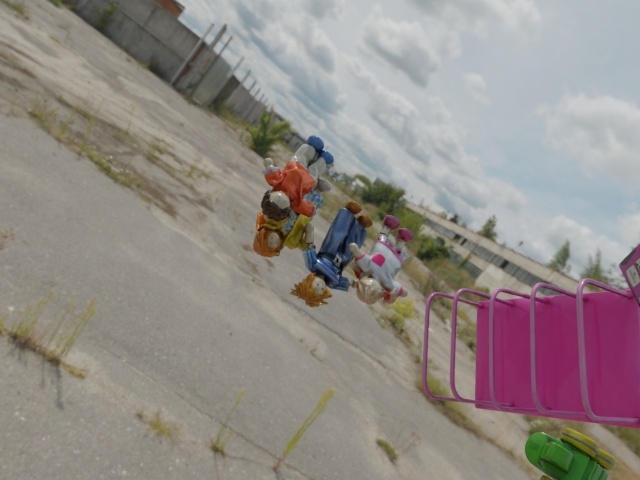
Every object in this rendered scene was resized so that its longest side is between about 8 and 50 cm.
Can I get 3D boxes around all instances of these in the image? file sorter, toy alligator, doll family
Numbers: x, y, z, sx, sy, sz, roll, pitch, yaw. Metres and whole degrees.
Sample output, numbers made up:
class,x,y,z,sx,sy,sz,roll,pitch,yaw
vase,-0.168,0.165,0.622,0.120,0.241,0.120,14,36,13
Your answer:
class,x,y,z,sx,sy,sz,roll,pitch,yaw
file sorter,0.327,0.174,0.793,0.182,0.202,0.291,17,-19,-33
toy alligator,0.229,0.210,0.442,0.190,0.056,0.051,39,-13,-32
doll family,0.000,0.000,0.681,0.263,0.163,0.118,42,-36,-14

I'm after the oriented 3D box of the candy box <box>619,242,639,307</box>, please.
class,x,y,z,sx,sy,sz,roll,pitch,yaw
candy box,0.261,0.035,0.259,0.233,0.071,0.159,63,13,-64
